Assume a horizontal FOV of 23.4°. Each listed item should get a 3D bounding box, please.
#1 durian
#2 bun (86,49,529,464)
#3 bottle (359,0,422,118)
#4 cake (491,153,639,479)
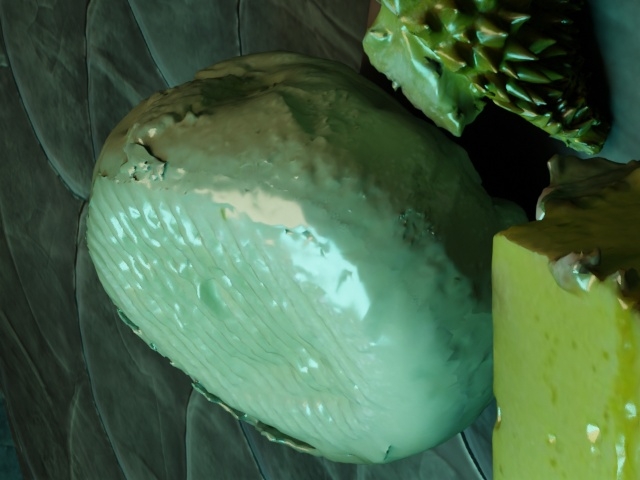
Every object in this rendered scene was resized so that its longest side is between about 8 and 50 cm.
[{"bbox_3d":[0.078,-0.178,1.006,0.306,0.172,0.166,51,150,15],"label":"durian"},{"bbox_3d":[0.000,0.000,1.126,0.359,0.211,0.360,30,154,16],"label":"bun"},{"bbox_3d":[0.059,-0.146,1.163,0.053,0.053,0.140,47,141,43],"label":"bottle"},{"bbox_3d":[0.211,0.087,0.810,0.286,0.222,0.227,33,130,53],"label":"cake"}]
